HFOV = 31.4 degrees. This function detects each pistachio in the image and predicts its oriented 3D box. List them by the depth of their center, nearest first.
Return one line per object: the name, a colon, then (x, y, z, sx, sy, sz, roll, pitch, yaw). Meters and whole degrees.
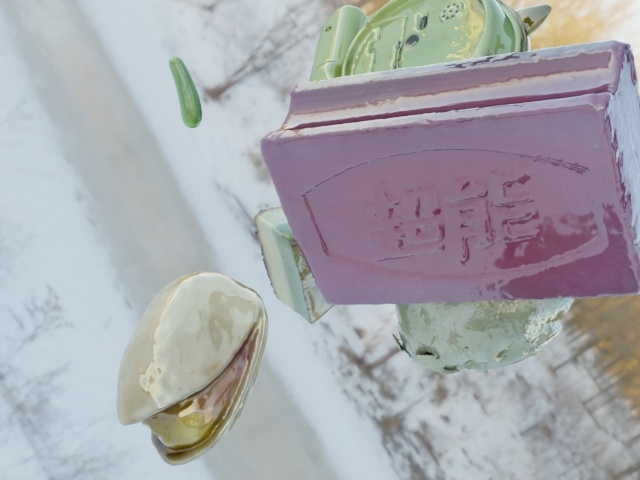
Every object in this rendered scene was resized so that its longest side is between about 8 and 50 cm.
pistachio: (-0.163, 0.163, 1.534, 0.187, 0.188, 0.299, 52, 29, -25)

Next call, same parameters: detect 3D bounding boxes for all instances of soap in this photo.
soap: (0.146, -0.057, 1.152, 0.128, 0.360, 0.233, -61, 138, -45)

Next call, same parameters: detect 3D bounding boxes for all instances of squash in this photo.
squash: (-0.157, -0.174, 1.327, 0.027, 0.027, 0.089, 4, 72, -79)

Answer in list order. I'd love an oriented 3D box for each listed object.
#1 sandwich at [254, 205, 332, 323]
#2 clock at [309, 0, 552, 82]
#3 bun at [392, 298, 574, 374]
sandwich: (0.000, 0.000, 1.892, 0.108, 0.186, 0.220, 33, -27, 34)
clock: (0.149, -0.238, 1.587, 0.117, 0.348, 0.286, 44, 44, -41)
bun: (0.203, 0.091, 1.398, 0.239, 0.239, 0.141, 12, 63, -78)
